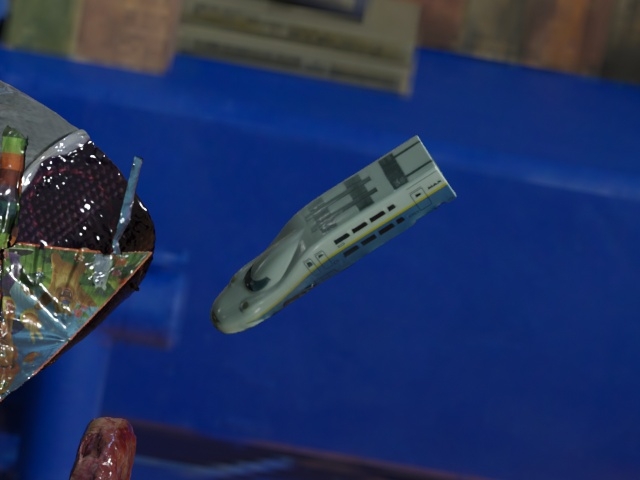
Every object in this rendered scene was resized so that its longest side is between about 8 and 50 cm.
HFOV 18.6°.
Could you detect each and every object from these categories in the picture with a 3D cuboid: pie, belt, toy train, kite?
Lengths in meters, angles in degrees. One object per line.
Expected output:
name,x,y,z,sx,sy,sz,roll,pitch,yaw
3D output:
pie,-0.233,0.281,1.987,0.218,0.054,0.204,-74,176,-73
belt,-0.276,-0.026,1.464,0.164,0.289,0.184,-43,160,-33
toy train,0.000,0.000,1.640,0.051,0.234,0.052,53,7,-46
kite,-0.180,0.015,1.102,0.010,0.183,0.160,-7,-102,60
